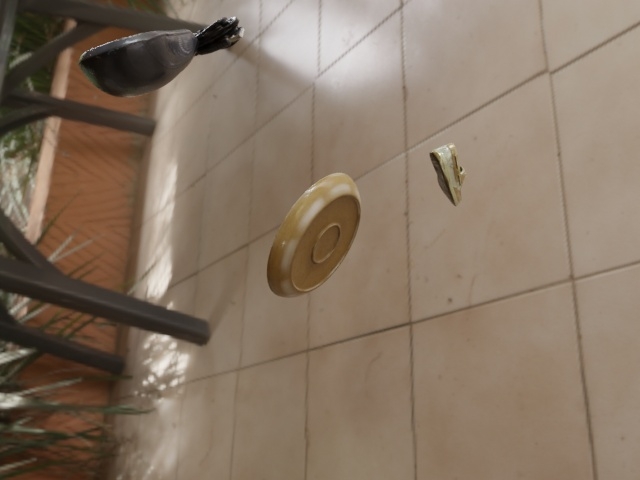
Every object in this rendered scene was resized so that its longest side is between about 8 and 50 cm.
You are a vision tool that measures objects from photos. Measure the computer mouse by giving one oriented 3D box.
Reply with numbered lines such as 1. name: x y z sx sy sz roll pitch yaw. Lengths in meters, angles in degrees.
1. computer mouse: -0.231 -0.253 0.963 0.188 0.272 0.072 -12 106 22

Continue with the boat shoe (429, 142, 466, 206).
1. boat shoe: 0.225 -0.110 1.149 0.045 0.135 0.050 -32 51 -1

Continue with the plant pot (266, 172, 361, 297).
1. plant pot: 0.000 0.000 1.142 0.032 0.236 0.236 32 108 26
